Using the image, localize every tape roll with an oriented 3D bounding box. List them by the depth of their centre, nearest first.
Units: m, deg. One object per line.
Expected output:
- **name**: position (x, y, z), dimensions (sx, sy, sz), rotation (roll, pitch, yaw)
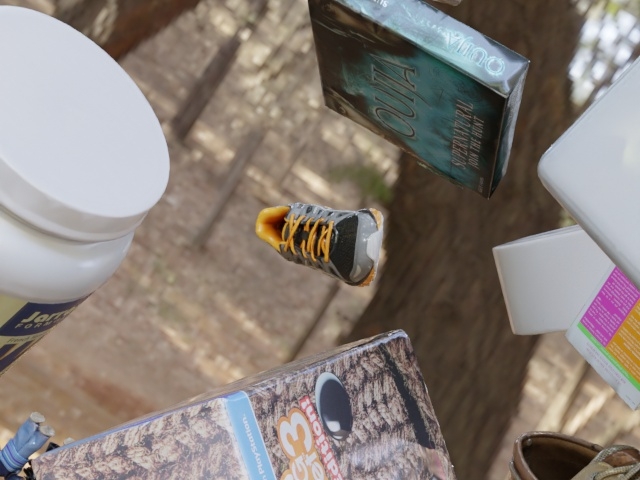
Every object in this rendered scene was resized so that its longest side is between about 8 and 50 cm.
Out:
- **tape roll**: position (0.332, 0.022, 1.537), dimensions (0.286, 0.286, 0.100), rotation (90, -13, -89)

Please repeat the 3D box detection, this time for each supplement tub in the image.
- **supplement tub**: position (-0.299, -0.011, 1.164), dimensions (0.235, 0.325, 0.235), rotation (33, 35, -27)

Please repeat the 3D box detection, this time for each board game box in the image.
- **board game box**: position (0.054, -0.089, 0.829), dimensions (0.126, 0.026, 0.186), rotation (31, -11, 11)
- **board game box**: position (-0.019, 0.204, 0.946), dimensions (0.291, 0.141, 0.232), rotation (-13, 83, -65)

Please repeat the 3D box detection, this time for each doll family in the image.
- **doll family**: position (-0.327, 0.295, 1.687), dimensions (0.076, 0.111, 0.193), rotation (20, 27, -52)

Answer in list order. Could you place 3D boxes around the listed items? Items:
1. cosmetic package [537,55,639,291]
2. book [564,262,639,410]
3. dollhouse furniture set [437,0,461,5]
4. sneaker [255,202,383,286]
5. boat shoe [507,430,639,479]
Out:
- **cosmetic package**: position (0.401, 0.015, 0.769), dimensions (0.329, 0.327, 0.394), rotation (24, 23, -53)
- **book**: position (0.276, 0.058, 1.212), dimensions (0.035, 0.144, 0.096), rotation (-12, 49, -45)
- **dollhouse furniture set**: position (0.144, -0.296, 1.023), dimensions (0.362, 0.256, 0.394), rotation (14, 9, -31)
- **sneaker**: position (0.000, 0.000, 1.537), dimensions (0.083, 0.084, 0.215), rotation (10, -1, -26)
- **boat shoe**: position (0.233, 0.217, 1.099), dimensions (0.123, 0.116, 0.324), rotation (-12, 8, -26)
